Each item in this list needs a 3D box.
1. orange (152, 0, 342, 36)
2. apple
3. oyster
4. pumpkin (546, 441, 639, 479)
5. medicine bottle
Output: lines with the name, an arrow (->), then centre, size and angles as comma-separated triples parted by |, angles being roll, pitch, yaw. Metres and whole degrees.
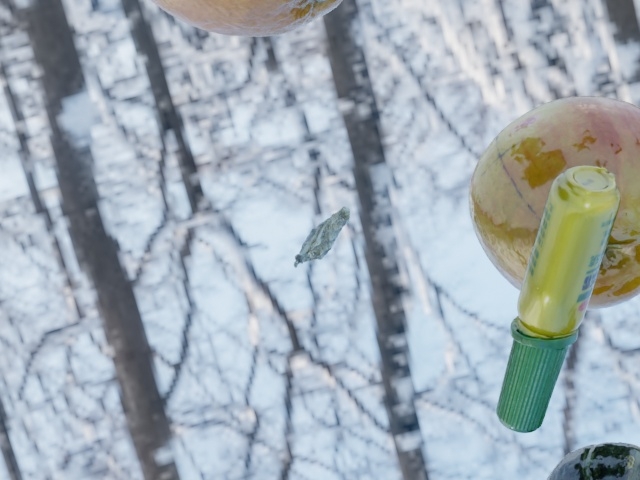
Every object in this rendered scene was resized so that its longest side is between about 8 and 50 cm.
orange -> -0.075, -0.371, 1.708 | 0.312, 0.312, 0.312 | -14, -165, 4
apple -> 0.332, -0.047, 2.003 | 0.286, 0.286, 0.233 | -16, -141, -3
oyster -> 0.000, -0.001, 2.351 | 0.098, 0.037, 0.100 | -56, -171, -24
pumpkin -> 0.346, 0.326, 1.845 | 0.190, 0.190, 0.146 | -8, -172, 23
medicine bottle -> 0.249, 0.069, 1.703 | 0.076, 0.309, 0.111 | 20, -154, 13
